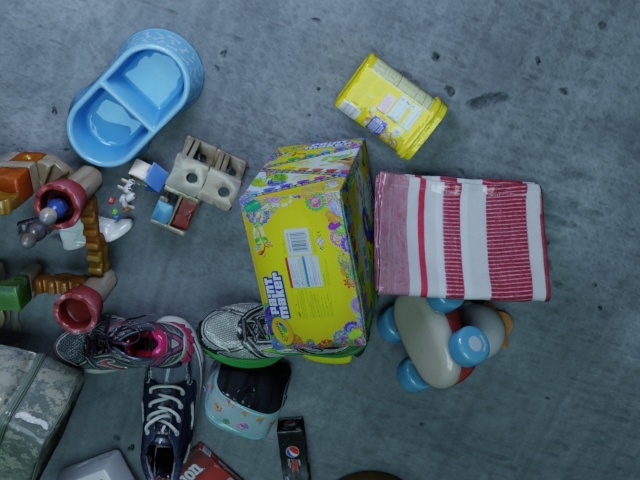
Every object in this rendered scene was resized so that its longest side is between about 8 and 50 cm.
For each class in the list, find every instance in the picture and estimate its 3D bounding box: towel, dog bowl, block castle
[{"bbox_3d":[0.261,-0.006,1.674,0.329,0.037,0.237,3,71,-8],"label":"towel"},{"bbox_3d":[-0.346,-0.251,1.660,0.297,0.074,0.166,-41,107,18],"label":"dog bowl"},{"bbox_3d":[-0.623,0.009,1.674,0.453,0.213,0.303,2,113,9],"label":"block castle"}]

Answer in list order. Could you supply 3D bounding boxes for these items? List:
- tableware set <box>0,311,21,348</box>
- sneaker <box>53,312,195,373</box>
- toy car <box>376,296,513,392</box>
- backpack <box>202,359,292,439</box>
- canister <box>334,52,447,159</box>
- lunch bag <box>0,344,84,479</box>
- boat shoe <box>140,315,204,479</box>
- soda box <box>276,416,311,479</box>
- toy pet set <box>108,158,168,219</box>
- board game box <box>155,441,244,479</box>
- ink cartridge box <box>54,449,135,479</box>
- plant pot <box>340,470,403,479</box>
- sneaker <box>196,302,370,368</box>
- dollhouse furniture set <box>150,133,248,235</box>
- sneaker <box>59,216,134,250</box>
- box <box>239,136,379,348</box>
[{"bbox_3d":[-0.691,0.202,1.882,0.128,0.039,0.194,8,113,-2],"label":"tableware set"},{"bbox_3d":[-0.403,0.199,1.799,0.299,0.112,0.121,-7,80,20],"label":"sneaker"},{"bbox_3d":[0.278,0.166,1.788,0.219,0.238,0.210,-41,67,52],"label":"toy car"},{"bbox_3d":[-0.155,0.313,1.835,0.166,0.188,0.144,27,111,-10],"label":"backpack"},{"bbox_3d":[0.126,-0.245,1.651,0.170,0.073,0.126,34,110,-11],"label":"canister"},{"bbox_3d":[-0.650,0.354,1.825,0.256,0.213,0.305,26,134,-5],"label":"lunch bag"},{"bbox_3d":[-0.308,0.337,1.865,0.127,0.158,0.341,1,114,1],"label":"boat shoe"},{"bbox_3d":[-0.056,0.469,1.972,0.060,0.053,0.169,-5,114,3],"label":"soda box"},{"bbox_3d":[-0.341,-0.089,1.715,0.065,0.122,0.114,26,75,-1],"label":"toy pet set"},{"bbox_3d":[-0.320,0.581,2.042,0.281,0.027,0.145,-40,105,17],"label":"board game box"},{"bbox_3d":[-0.476,0.594,1.994,0.160,0.092,0.219,-23,101,13],"label":"ink cartridge box"},{"bbox_3d":[0.116,0.655,1.919,0.237,0.254,0.237,0,103,-2],"label":"plant pot"},{"bbox_3d":[-0.070,0.167,1.769,0.343,0.134,0.146,-2,158,-7],"label":"sneaker"},{"bbox_3d":[-0.233,-0.076,1.701,0.129,0.129,0.184,24,111,-9],"label":"dollhouse furniture set"},{"bbox_3d":[-0.441,-0.025,1.771,0.152,0.054,0.061,-12,110,7],"label":"sneaker"},{"bbox_3d":[0.000,0.000,1.636,0.177,0.279,0.290,-5,113,15],"label":"box"}]
